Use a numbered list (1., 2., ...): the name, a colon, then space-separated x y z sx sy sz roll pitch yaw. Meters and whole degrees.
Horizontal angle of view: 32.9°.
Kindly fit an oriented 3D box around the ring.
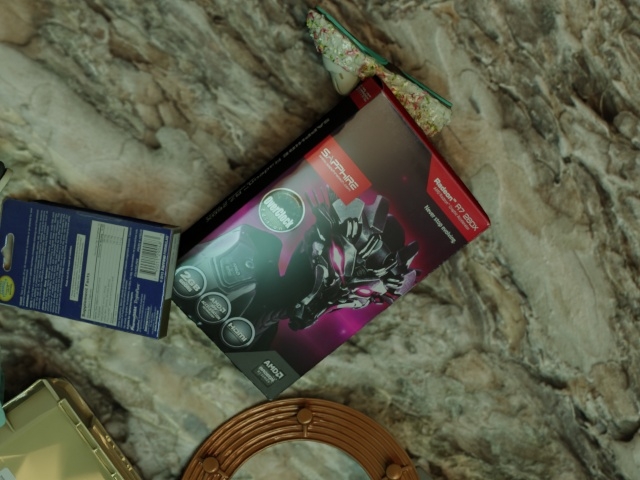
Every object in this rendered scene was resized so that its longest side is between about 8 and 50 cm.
1. ring: -0.028 0.362 1.388 0.336 0.032 0.337 -1 67 2

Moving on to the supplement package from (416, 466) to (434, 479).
1. supplement package: 0.084 0.482 1.478 0.293 0.177 0.175 -31 108 -9

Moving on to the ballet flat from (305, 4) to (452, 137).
1. ballet flat: 0.066 -0.203 1.385 0.241 0.091 0.077 34 100 -18

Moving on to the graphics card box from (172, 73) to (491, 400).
1. graphics card box: 0.000 0.000 1.362 0.371 0.094 0.233 -38 111 8

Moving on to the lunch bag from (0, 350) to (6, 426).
1. lunch bag: -0.465 0.148 1.193 0.223 0.262 0.160 -11 104 -16

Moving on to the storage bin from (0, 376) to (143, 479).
1. storage bin: -0.354 0.340 1.311 0.262 0.123 0.260 -36 91 -7

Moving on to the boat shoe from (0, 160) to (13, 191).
1. boat shoe: -0.456 -0.027 1.232 0.233 0.084 0.079 -31 115 7

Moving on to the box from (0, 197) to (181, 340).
1. box: -0.284 0.030 1.309 0.225 0.036 0.136 11 99 13
